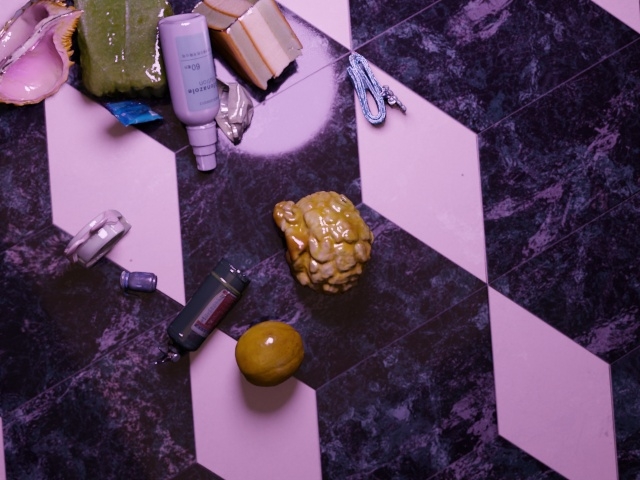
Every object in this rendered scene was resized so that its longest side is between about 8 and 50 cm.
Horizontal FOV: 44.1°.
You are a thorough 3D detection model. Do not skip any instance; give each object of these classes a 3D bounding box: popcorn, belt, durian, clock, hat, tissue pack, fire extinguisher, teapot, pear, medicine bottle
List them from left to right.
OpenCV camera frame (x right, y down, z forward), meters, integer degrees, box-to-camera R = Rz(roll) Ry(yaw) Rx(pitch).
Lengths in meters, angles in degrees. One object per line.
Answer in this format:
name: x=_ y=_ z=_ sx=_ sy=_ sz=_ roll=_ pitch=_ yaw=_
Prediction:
durian: x=-0.665 y=-0.455 z=1.806 sx=0.305 sy=0.185 sz=0.196 roll=-47 pitch=63 yaw=13
clock: x=-0.509 y=-0.002 z=1.791 sx=0.151 sy=0.191 sz=0.062 roll=-44 pitch=92 yaw=-3
tissue pack: x=-0.431 y=-0.300 z=1.825 sx=0.085 sy=0.138 sz=0.028 roll=38 pitch=120 yaw=14
teapot: x=-0.430 y=0.101 z=1.875 sx=0.083 sy=0.064 sz=0.049 roll=6 pitch=57 yaw=-2
medicine bottle: x=-0.288 y=-0.333 z=1.810 sx=0.110 sy=0.110 sz=0.352 roll=-9 pitch=116 yaw=-5
fire extinguisher: x=-0.284 y=0.184 z=1.859 sx=0.093 sy=0.118 sz=0.294 roll=36 pitch=86 yaw=32
hat: x=-0.228 y=-0.328 z=1.887 sx=0.166 sy=0.081 sz=0.122 roll=37 pitch=126 yaw=11
pear: x=-0.120 y=0.264 z=1.847 sx=0.162 sy=0.149 sz=0.149 roll=-24 pitch=91 yaw=-15
popcorn: x=0.000 y=0.000 z=1.835 sx=0.251 sy=0.206 sz=0.237 roll=19 pitch=103 yaw=7
belt: x=0.128 y=-0.373 z=1.913 sx=0.100 sy=0.065 sz=0.179 roll=-25 pitch=92 yaw=5

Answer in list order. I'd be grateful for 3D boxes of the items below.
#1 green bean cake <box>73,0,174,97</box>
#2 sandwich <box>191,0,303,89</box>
green bean cake: x=-0.453 y=-0.451 z=1.837 sx=0.222 sy=0.125 sz=0.248 roll=0 pitch=87 yaw=-3
sandwich: x=-0.171 y=-0.482 z=1.871 sx=0.155 sy=0.227 sz=0.198 roll=-42 pitch=128 yaw=-6
